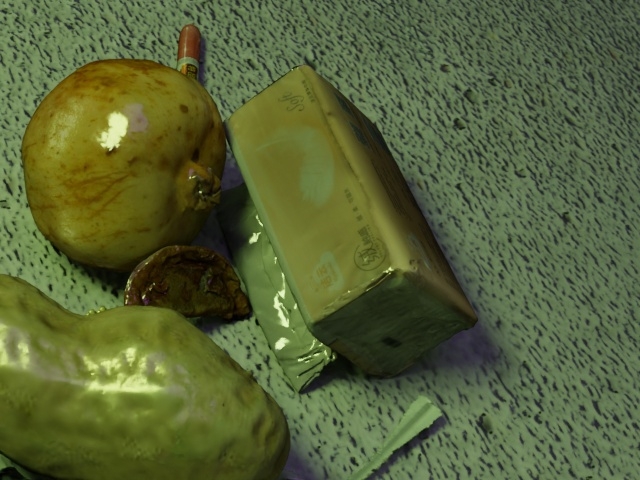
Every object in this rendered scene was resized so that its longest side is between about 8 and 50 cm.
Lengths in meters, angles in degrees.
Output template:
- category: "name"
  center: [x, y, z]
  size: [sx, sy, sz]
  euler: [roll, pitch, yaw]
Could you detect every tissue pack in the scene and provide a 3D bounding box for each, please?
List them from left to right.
- category: "tissue pack"
  center: [0.000, 0.000, 1.320]
  size: [0.238, 0.238, 0.305]
  euler: [-8, 55, -24]

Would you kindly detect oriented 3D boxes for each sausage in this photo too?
- category: "sausage"
  center: [-0.178, -0.209, 1.539]
  size: [0.034, 0.034, 0.253]
  euler: [6, 50, -13]

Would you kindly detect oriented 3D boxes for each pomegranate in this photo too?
- category: "pomegranate"
  center: [-0.215, -0.085, 1.285]
  size: [0.248, 0.248, 0.248]
  euler: [9, 48, -11]

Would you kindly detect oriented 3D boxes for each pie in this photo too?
- category: "pie"
  center: [-0.147, 0.049, 1.263]
  size: [0.033, 0.088, 0.191]
  euler: [11, 6, 39]

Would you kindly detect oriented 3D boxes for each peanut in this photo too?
- category: "peanut"
  center: [-0.212, 0.145, 1.109]
  size: [0.387, 0.169, 0.192]
  euler: [20, 85, -4]

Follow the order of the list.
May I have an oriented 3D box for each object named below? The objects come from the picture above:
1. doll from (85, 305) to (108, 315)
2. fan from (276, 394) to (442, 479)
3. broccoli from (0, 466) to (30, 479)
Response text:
- category: "doll"
  center: [-0.192, 0.119, 1.228]
  size: [0.143, 0.057, 0.099]
  euler: [31, 16, 19]
- category: "fan"
  center: [-0.009, 0.287, 1.181]
  size: [0.415, 0.012, 0.233]
  euler: [-32, 66, -34]
- category: "broccoli"
  center: [-0.320, 0.236, 1.027]
  size: [0.167, 0.160, 0.154]
  euler: [22, 24, 18]
